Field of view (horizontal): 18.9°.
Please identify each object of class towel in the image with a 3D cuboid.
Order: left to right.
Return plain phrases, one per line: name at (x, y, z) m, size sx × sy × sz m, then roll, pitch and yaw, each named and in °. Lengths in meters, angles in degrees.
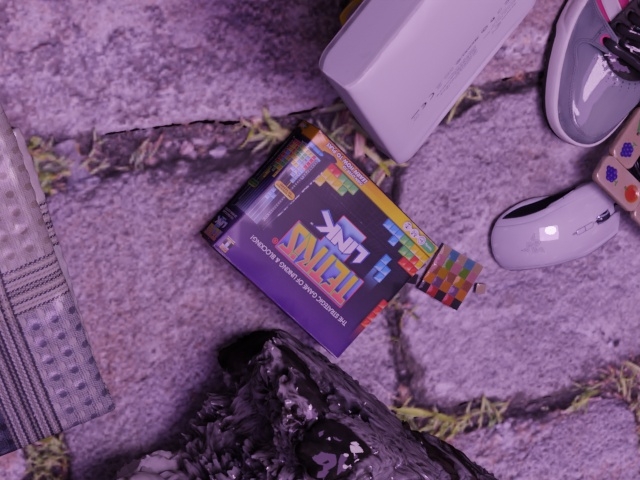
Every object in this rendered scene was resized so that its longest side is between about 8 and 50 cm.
towel at (-0.362, 0.058, 1.610) m, size 0.312 × 0.056 × 0.324 m, roll -21°, pitch 114°, yaw -11°

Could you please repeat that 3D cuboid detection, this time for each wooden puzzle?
wooden puzzle at (0.121, 0.034, 1.808) m, size 0.083 × 0.006 × 0.049 m, roll 30°, pitch 93°, yaw -26°

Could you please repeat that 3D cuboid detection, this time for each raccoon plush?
raccoon plush at (-0.014, 0.292, 1.735) m, size 0.446 × 0.216 × 0.299 m, roll 36°, pitch 98°, yaw -27°

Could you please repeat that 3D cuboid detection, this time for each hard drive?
hard drive at (0.098, -0.177, 1.594) m, size 0.040 × 0.307 × 0.203 m, roll 39°, pitch 89°, yaw 14°

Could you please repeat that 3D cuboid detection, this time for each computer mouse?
computer mouse at (0.254, -0.017, 1.826) m, size 0.193 × 0.042 × 0.106 m, roll -22°, pitch 113°, yaw -14°

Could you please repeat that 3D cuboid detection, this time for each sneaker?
sneaker at (0.321, -0.203, 1.720) m, size 0.123 × 0.178 × 0.295 m, roll 24°, pitch 96°, yaw -26°

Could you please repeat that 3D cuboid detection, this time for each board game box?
board game box at (0.000, 0.000, 1.728) m, size 0.141 × 0.048 × 0.170 m, roll -49°, pitch 116°, yaw -3°

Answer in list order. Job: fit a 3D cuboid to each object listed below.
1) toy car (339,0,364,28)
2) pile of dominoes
toy car at (0.095, -0.254, 1.596) m, size 0.053 × 0.225 × 0.239 m, roll 38°, pitch 59°, yaw 12°
pile of dominoes at (0.396, -0.062, 1.845) m, size 0.251 × 0.040 × 0.196 m, roll 41°, pitch 75°, yaw -27°
